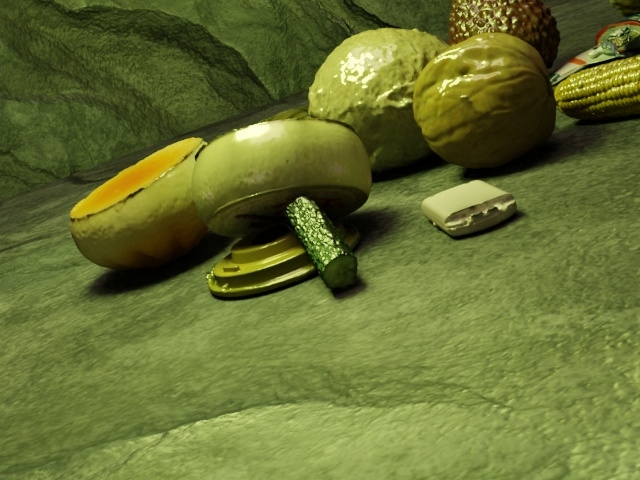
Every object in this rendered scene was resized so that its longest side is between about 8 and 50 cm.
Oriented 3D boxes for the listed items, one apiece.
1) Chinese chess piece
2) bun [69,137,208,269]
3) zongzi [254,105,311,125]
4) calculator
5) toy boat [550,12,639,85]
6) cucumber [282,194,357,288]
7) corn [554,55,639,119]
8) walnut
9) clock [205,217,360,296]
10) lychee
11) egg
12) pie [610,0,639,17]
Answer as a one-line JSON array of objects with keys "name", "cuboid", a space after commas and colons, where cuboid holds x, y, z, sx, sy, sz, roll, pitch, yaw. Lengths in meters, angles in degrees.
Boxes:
[{"name": "Chinese chess piece", "cuboid": [-0.058, -0.090, 1.399, 0.270, 0.112, 0.270, -10, -13, -3]}, {"name": "bun", "cuboid": [-0.286, -0.045, 1.630, 0.299, 0.164, 0.299, -25, 18, 9]}, {"name": "zongzi", "cuboid": [0.020, -0.251, 2.086, 0.289, 0.122, 0.260, -24, 19, -31]}, {"name": "calculator", "cuboid": [0.197, -0.046, 1.258, 0.100, 0.032, 0.175, -20, 14, -4]}, {"name": "toy boat", "cuboid": [0.599, -0.404, 2.023, 0.318, 0.072, 0.219, -26, 15, 15]}, {"name": "cucumber", "cuboid": [0.000, 0.001, 1.218, 0.058, 0.058, 0.187, -22, 32, -7]}, {"name": "corn", "cuboid": [0.500, -0.243, 1.466, 0.102, 0.101, 0.313, -32, 15, -39]}, {"name": "walnut", "cuboid": [0.257, -0.218, 1.475, 0.228, 0.228, 0.228, -19, 14, 5]}, {"name": "clock", "cuboid": [-0.059, 0.011, 1.347, 0.237, 0.057, 0.237, -19, 14, 5]}, {"name": "lychee", "cuboid": [0.389, -0.457, 2.050, 0.272, 0.271, 0.271, -19, 14, 5]}, {"name": "egg", "cuboid": [0.130, -0.257, 1.686, 0.311, 0.279, 0.279, -13, 14, -3]}, {"name": "pie", "cuboid": [0.782, -0.521, 1.995, 0.339, 0.077, 0.339, 4, 7, -1]}]
